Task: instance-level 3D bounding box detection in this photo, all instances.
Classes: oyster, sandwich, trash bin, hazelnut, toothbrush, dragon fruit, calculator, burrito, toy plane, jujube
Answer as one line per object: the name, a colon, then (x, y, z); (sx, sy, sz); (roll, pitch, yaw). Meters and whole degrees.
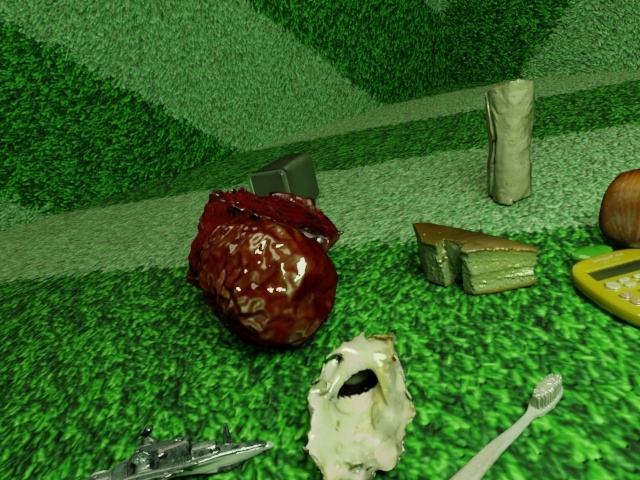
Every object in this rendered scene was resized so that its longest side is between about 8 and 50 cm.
oyster: (0.045, 0.202, 0.570); (0.133, 0.072, 0.209); (-7, 42, 2)
sandwich: (0.244, 0.033, 0.813); (0.088, 0.090, 0.244); (-26, 27, -37)
trash bin: (-0.101, -0.163, 1.392); (0.122, 0.164, 0.240); (-5, 23, 22)
hazelnut: (0.557, -0.046, 0.781); (0.150, 0.150, 0.150); (-12, 22, 5)
toothbrush: (0.164, 0.227, 0.475); (0.307, 0.029, 0.025); (-28, 32, -29)
dragon fruit: (-0.097, 0.016, 1.055); (0.286, 0.227, 0.329); (18, 13, 7)
calculator: (0.464, 0.063, 0.683); (0.146, 0.032, 0.235); (-14, 23, -1)
burrito: (0.434, -0.231, 1.063); (0.105, 0.299, 0.143); (-2, 30, 17)
toy plane: (-0.177, 0.258, 0.547); (0.234, 0.082, 0.160); (-20, -4, -15)
jujube: (-0.095, 0.067, 0.774); (0.232, 0.212, 0.213); (13, 34, 42)
